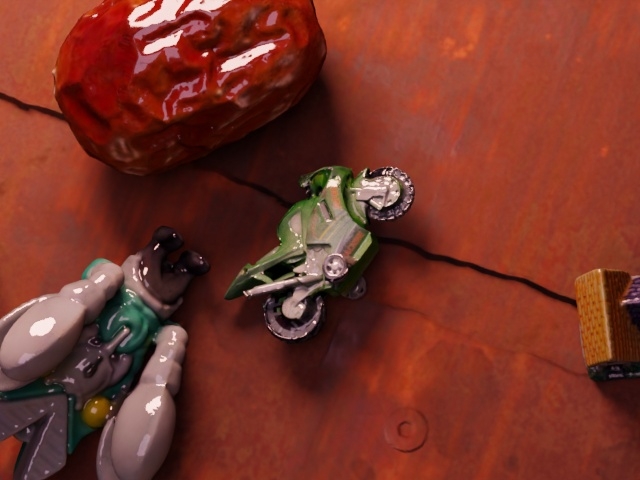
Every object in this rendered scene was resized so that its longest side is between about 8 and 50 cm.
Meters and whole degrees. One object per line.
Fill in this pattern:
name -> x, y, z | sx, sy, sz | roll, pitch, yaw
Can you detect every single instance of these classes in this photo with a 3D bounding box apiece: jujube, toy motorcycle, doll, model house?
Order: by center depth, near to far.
model house -> 0.275, 0.071, 1.723 | 0.100, 0.100, 0.088 | -6, 78, 7
doll -> -0.212, 0.099, 1.764 | 0.195, 0.153, 0.258 | 15, 86, -17
jujube -> -0.119, -0.163, 1.796 | 0.250, 0.174, 0.174 | -23, 77, 7
toy motorcycle -> 0.000, 0.000, 1.798 | 0.106, 0.074, 0.190 | 36, 87, 23
